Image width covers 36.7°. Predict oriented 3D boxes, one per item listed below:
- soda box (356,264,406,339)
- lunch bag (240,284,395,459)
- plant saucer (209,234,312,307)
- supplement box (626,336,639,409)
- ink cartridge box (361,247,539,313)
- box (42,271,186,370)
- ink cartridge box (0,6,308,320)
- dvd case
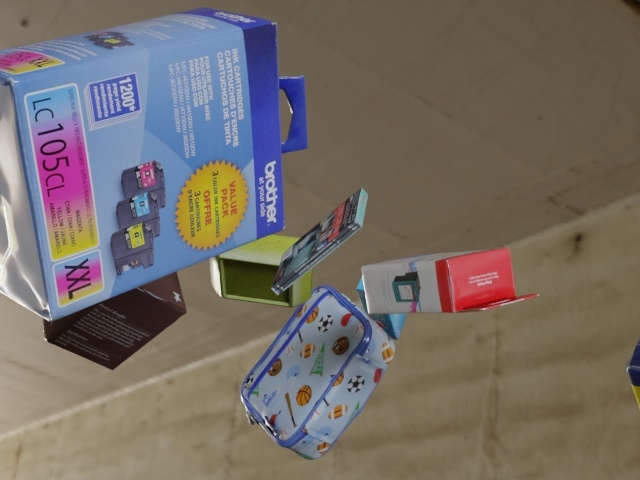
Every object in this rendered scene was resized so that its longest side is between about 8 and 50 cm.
[{"bbox_3d":[0.143,0.144,2.218,0.067,0.071,0.210,12,-30,22],"label":"soda box"},{"bbox_3d":[-0.017,0.246,1.819,0.115,0.303,0.243,36,4,-40],"label":"lunch bag"},{"bbox_3d":[-0.110,0.058,1.707,0.188,0.045,0.188,8,-36,3],"label":"plant saucer"},{"bbox_3d":[0.462,0.178,0.970,0.195,0.194,0.356,3,-45,37],"label":"supplement box"},{"bbox_3d":[0.186,0.059,1.406,0.134,0.078,0.231,-10,2,-39],"label":"ink cartridge box"},{"bbox_3d":[-0.388,0.101,1.791,0.203,0.167,0.168,-37,-44,17],"label":"box"},{"bbox_3d":[-0.188,-0.110,1.110,0.151,0.270,0.395,21,34,40],"label":"ink cartridge box"},{"bbox_3d":[0.000,0.000,1.006,0.119,0.087,0.013,-39,-75,20],"label":"dvd case"}]
